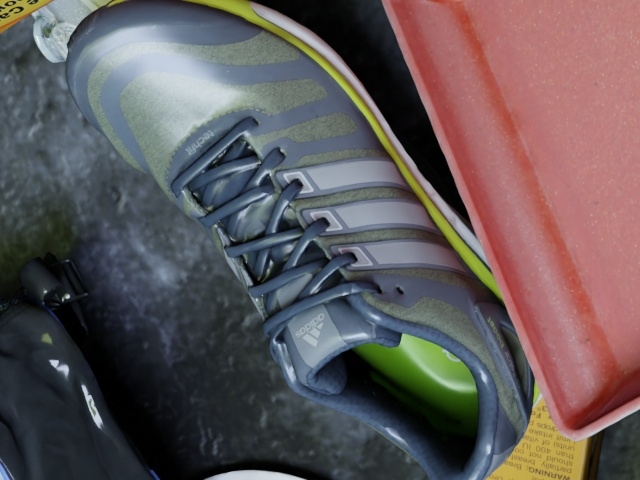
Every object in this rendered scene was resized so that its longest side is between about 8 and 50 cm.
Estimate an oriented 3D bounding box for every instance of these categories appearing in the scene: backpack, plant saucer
[{"bbox_3d":[-0.229,0.171,0.971,0.263,0.213,0.276,-7,111,50],"label":"backpack"},{"bbox_3d":[0.158,-0.078,0.681,0.259,0.048,0.258,-39,64,43],"label":"plant saucer"}]

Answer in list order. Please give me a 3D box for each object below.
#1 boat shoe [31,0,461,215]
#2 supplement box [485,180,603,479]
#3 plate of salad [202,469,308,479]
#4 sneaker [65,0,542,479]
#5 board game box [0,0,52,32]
[{"bbox_3d":[-0.067,-0.077,0.842,0.320,0.118,0.103,41,119,-7],"label":"boat shoe"},{"bbox_3d":[0.120,0.065,0.849,0.080,0.078,0.233,10,117,19],"label":"supplement box"},{"bbox_3d":[-0.025,0.240,1.013,0.200,0.048,0.199,10,118,20],"label":"plate of salad"},{"bbox_3d":[0.000,0.000,0.733,0.300,0.121,0.111,40,118,-11],"label":"sneaker"},{"bbox_3d":[-0.171,-0.314,0.568,0.356,0.356,0.356,-23,82,30],"label":"board game box"}]
